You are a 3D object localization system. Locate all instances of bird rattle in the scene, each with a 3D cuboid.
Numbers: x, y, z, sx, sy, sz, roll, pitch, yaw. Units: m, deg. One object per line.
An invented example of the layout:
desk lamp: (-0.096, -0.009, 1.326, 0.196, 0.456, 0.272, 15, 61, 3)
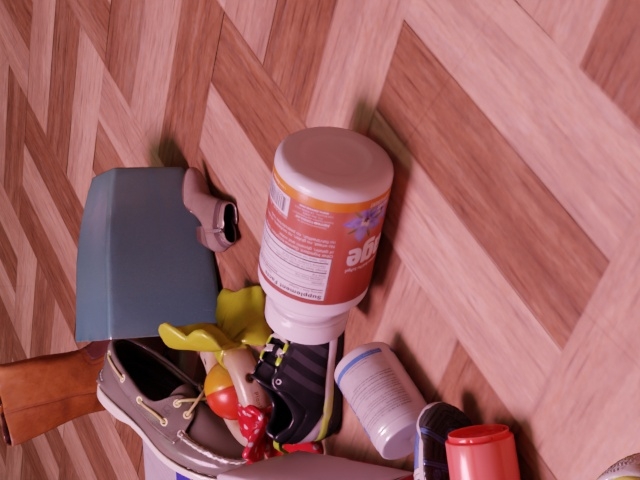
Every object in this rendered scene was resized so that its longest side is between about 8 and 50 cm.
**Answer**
bird rattle: (-0.093, 0.190, 1.573, 0.253, 0.143, 0.207, 60, 162, 6)

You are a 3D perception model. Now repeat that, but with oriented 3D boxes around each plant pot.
plant pot: (-0.246, 0.019, 1.706, 0.165, 0.166, 0.234, -11, 82, 63)

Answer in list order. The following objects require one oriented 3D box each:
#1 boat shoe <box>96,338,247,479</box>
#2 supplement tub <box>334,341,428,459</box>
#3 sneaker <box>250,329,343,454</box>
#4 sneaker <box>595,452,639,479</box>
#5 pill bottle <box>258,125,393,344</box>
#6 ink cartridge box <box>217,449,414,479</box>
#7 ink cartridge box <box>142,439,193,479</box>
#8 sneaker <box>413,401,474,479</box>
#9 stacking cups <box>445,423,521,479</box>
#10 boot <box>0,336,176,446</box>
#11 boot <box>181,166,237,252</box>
boat shoe: (-0.202, 0.238, 1.713, 0.305, 0.109, 0.091, 29, 123, 33)
supplement tub: (0.067, 0.164, 1.265, 0.107, 0.071, 0.071, 58, 147, 34)
sneaker: (-0.032, 0.137, 1.408, 0.084, 0.097, 0.234, 18, 117, 58)
sneaker: (0.233, 0.282, 0.982, 0.126, 0.091, 0.240, 57, 145, 33)
pill bottle: (0.000, 0.000, 1.269, 0.121, 0.121, 0.216, 51, 143, 40)
ink cartridge box: (0.009, 0.405, 1.359, 0.226, 0.131, 0.306, -4, 92, 51)
ink cartridge box: (-0.186, 0.404, 1.837, 0.303, 0.072, 0.307, 47, 147, 43)
sneaker: (0.119, 0.260, 1.197, 0.081, 0.080, 0.211, 4, 104, 60)
stacking cups: (0.170, 0.331, 1.121, 0.096, 0.096, 0.316, -1, 99, 62)
boot: (-0.357, 0.158, 1.826, 0.096, 0.280, 0.264, 45, 139, 46)
boot: (-0.141, -0.043, 1.609, 0.087, 0.042, 0.118, -6, 97, 56)
